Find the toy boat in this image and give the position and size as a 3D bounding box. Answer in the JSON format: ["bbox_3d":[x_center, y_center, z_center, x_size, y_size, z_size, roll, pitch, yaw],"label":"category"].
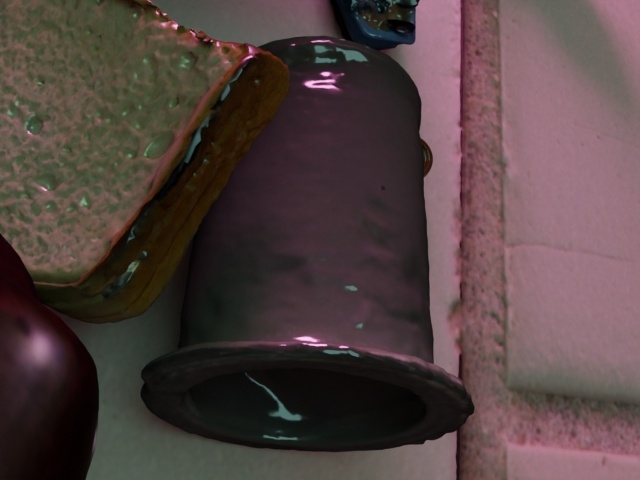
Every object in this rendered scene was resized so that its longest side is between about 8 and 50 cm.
[{"bbox_3d":[0.055,-0.302,0.921,0.100,0.097,0.223,3,72,-31],"label":"toy boat"}]

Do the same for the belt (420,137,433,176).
[{"bbox_3d":[0.068,-0.074,0.884,0.083,0.036,0.059,-9,83,-28],"label":"belt"}]

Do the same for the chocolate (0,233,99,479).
[{"bbox_3d":[-0.280,0.128,0.479,0.383,0.383,0.331,39,51,-9],"label":"chocolate"}]

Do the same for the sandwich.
[{"bbox_3d":[-0.178,-0.079,0.644,0.251,0.087,0.226,28,81,24],"label":"sandwich"}]

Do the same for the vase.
[{"bbox_3d":[0.000,0.000,0.719,0.245,0.245,0.291,16,61,-21],"label":"vase"}]
